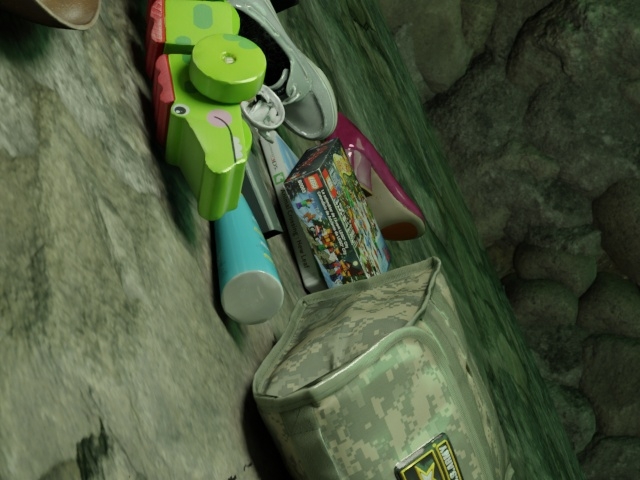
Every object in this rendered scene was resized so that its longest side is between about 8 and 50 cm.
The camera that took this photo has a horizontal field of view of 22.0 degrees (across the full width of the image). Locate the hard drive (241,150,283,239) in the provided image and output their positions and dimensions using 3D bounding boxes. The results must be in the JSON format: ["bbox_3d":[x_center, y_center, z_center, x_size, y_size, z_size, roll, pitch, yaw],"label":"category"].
[{"bbox_3d":[-0.074,-0.067,1.591,0.094,0.022,0.135,19,50,-85],"label":"hard drive"}]

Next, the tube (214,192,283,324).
[{"bbox_3d":[-0.071,0.000,1.446,0.207,0.052,0.080,-107,-176,-60],"label":"tube"}]

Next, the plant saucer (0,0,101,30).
[{"bbox_3d":[-0.245,-0.280,1.131,0.310,0.050,0.310,-22,90,-79],"label":"plant saucer"}]

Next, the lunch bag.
[{"bbox_3d":[0.057,0.176,1.398,0.287,0.169,0.235,-58,129,-68],"label":"lunch bag"}]

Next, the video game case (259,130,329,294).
[{"bbox_3d":[0.000,0.000,1.850,0.212,0.023,0.193,47,23,-62],"label":"video game case"}]

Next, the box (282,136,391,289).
[{"bbox_3d":[0.022,-0.019,1.808,0.233,0.044,0.159,-65,133,-77],"label":"box"}]

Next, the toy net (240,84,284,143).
[{"bbox_3d":[-0.080,-0.164,1.652,0.122,0.045,0.232,54,2,39],"label":"toy net"}]

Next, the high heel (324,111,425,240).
[{"bbox_3d":[0.075,-0.082,2.248,0.244,0.082,0.117,31,46,-52],"label":"high heel"}]

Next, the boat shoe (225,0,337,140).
[{"bbox_3d":[-0.055,-0.190,1.855,0.227,0.079,0.081,56,24,-29],"label":"boat shoe"}]

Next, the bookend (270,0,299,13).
[{"bbox_3d":[-0.101,-0.348,1.932,0.157,0.072,0.156,17,51,-77],"label":"bookend"}]

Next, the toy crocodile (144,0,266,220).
[{"bbox_3d":[-0.111,-0.165,1.430,0.115,0.105,0.340,107,-20,-52],"label":"toy crocodile"}]
